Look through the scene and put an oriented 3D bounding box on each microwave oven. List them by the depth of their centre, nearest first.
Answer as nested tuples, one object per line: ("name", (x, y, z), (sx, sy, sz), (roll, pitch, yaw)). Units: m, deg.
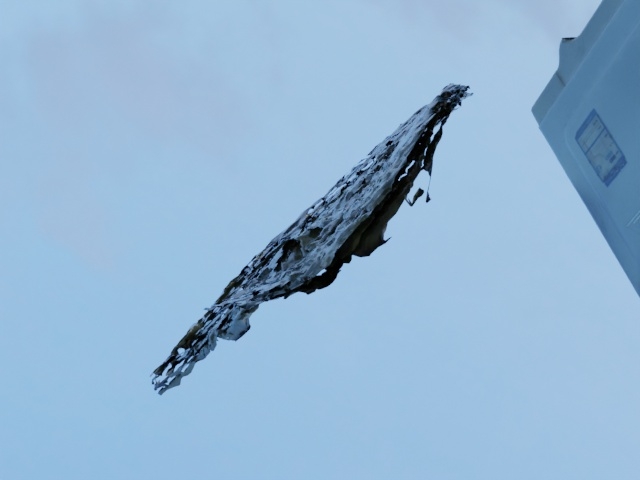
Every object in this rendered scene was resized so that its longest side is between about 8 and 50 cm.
("microwave oven", (0.404, -0.148, 1.252), (0.218, 0.355, 0.286), (-8, -123, -29))

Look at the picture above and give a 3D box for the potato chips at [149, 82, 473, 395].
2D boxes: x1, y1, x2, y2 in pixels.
("potato chips", (-0.003, -0.003, 0.618), (0.029, 0.202, 0.220), (48, 171, -5))
